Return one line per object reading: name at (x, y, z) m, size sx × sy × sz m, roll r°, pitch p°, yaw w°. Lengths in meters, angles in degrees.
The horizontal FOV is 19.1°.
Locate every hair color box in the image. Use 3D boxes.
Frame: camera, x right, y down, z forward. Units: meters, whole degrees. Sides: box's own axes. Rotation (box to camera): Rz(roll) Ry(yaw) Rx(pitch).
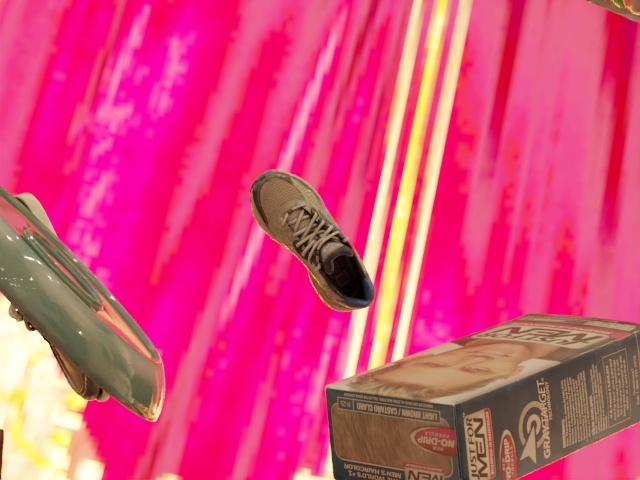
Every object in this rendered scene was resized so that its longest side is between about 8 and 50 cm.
hair color box at (0.185, 0.165, 1.974) m, size 0.174 × 0.105 × 0.347 m, roll 3°, pitch 13°, yaw 43°

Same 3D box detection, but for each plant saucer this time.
plant saucer at (-0.246, 0.036, 1.736) m, size 0.317 × 0.044 × 0.317 m, roll 45°, pitch 0°, yaw 0°

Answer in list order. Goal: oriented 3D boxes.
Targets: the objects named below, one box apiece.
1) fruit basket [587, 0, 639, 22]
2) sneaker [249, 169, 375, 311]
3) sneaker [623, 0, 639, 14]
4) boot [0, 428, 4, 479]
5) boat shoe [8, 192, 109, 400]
fruit basket at (0.420, -0.342, 1.961) m, size 0.353 × 0.165 × 0.327 m, roll 16°, pitch -45°, yaw -26°
sneaker at (0.000, 0.000, 1.452) m, size 0.135 × 0.052 × 0.058 m, roll 50°, pitch -9°, yaw -18°
sneaker at (0.351, -0.297, 1.456) m, size 0.180 × 0.125 × 0.321 m, roll 1°, pitch -33°, yaw -10°
boot at (-0.370, 0.261, 1.554) m, size 0.248 × 0.207 × 0.090 m, roll -5°, pitch -16°, yaw -10°
boat shoe at (-0.359, 0.079, 2.405) m, size 0.099 × 0.319 × 0.116 m, roll -12°, pitch -32°, yaw -30°
